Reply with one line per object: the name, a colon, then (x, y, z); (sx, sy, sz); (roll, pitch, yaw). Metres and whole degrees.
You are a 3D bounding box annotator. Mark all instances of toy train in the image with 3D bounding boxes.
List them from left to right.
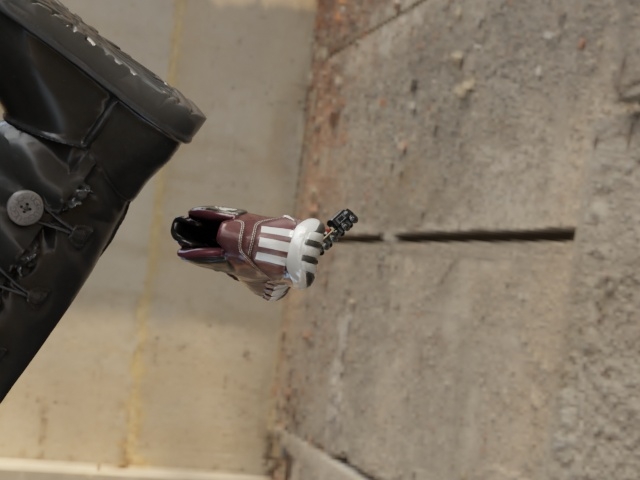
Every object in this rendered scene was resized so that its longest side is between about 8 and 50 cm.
toy train: (0.000, 0.000, 1.601); (0.158, 0.036, 0.027); (-43, -1, -38)

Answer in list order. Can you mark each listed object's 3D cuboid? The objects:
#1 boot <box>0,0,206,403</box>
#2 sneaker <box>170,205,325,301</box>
boot: (-0.401, -0.065, 1.211); (0.445, 0.367, 0.146); (-51, 14, 7)
sneaker: (-0.101, 0.002, 1.304); (0.281, 0.163, 0.106); (149, 132, -75)
